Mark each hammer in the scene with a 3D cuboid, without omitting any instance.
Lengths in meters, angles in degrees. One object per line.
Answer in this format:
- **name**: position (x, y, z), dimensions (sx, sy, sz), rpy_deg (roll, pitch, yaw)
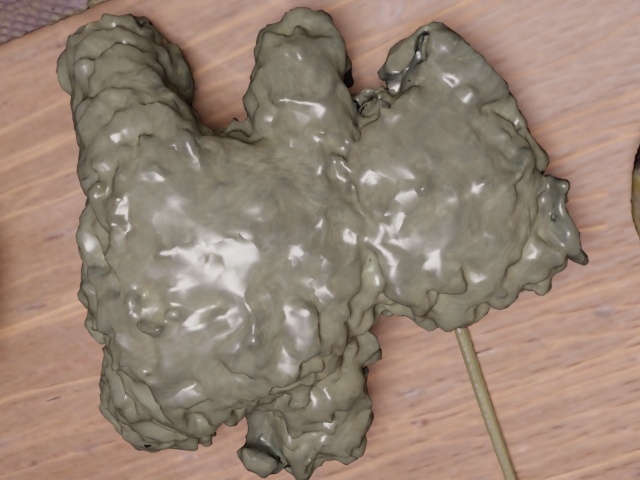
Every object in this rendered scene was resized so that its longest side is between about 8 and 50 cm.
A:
- **hammer**: position (0.124, 0.138, 0.935), dimensions (0.060, 0.028, 0.195), rpy_deg (-16, 97, 22)

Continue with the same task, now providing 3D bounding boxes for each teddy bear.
- **teddy bear**: position (0.000, 0.000, 0.856), dimensions (0.367, 0.224, 0.357), rpy_deg (-7, 101, -2)

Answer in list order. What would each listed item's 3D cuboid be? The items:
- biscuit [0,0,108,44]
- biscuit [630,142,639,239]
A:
- **biscuit**: position (-0.226, -0.209, 0.878), dimensions (0.239, 0.062, 0.108), rpy_deg (-17, 144, 16)
- **biscuit**: position (0.273, -0.031, 0.802), dimensions (0.133, 0.032, 0.250), rpy_deg (45, 149, 30)
